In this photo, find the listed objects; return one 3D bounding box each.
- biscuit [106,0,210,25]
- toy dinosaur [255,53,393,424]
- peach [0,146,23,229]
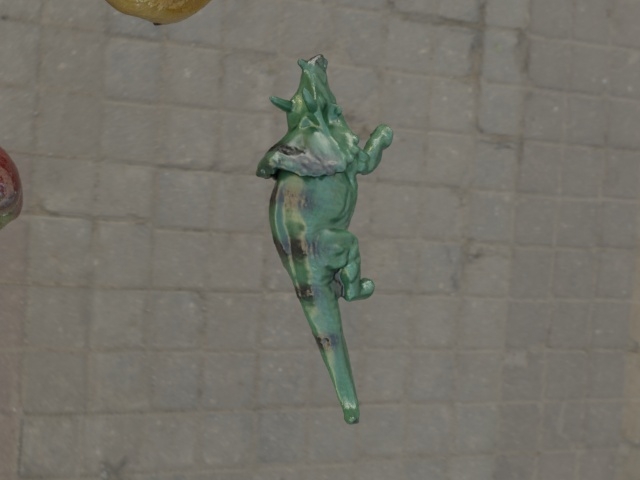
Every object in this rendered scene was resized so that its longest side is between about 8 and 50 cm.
[{"bbox_3d":[-0.252,-0.472,1.534,0.296,0.102,0.296,14,70,-46],"label":"biscuit"},{"bbox_3d":[0.011,-0.006,0.855,0.120,0.079,0.292,-29,113,-47],"label":"toy dinosaur"},{"bbox_3d":[-0.485,-0.085,1.449,0.152,0.152,0.152,-1,93,-24],"label":"peach"}]
